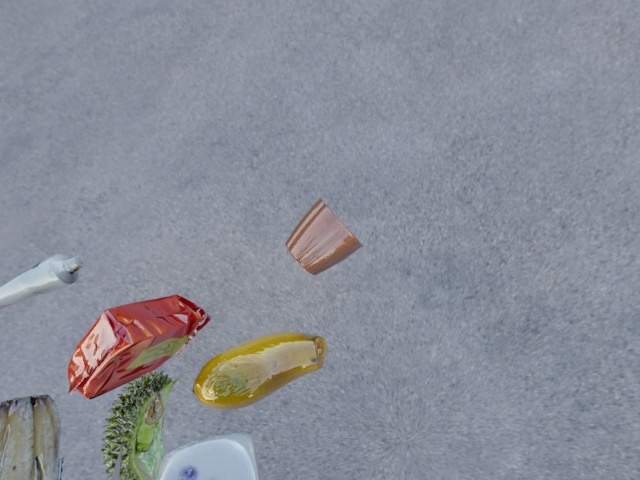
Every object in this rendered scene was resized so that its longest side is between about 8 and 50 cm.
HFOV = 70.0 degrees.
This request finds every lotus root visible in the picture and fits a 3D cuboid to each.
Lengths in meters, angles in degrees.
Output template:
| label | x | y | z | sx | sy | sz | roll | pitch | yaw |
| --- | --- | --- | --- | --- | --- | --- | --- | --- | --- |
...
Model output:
| label | x | y | z | sx | sy | sz | roll | pitch | yaw |
| --- | --- | --- | --- | --- | --- | --- | --- | --- | --- |
| lotus root | -0.486 | 0.404 | 0.687 | 0.078 | 0.167 | 0.329 | -4 | 75 | 24 |

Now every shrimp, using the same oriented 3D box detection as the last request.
| label | x | y | z | sx | sy | sz | roll | pitch | yaw |
| --- | --- | --- | --- | --- | --- | --- | --- | --- | --- |
| shrimp | -0.419 | 0.423 | 1.144 | 0.023 | 0.108 | 0.059 | 21 | 38 | 22 |

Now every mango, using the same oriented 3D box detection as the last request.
| label | x | y | z | sx | sy | sz | roll | pitch | yaw |
| --- | --- | --- | --- | --- | --- | --- | --- | --- | --- |
| mango | -0.153 | 0.328 | 1.183 | 0.359 | 0.187 | 0.144 | -18 | 106 | -18 |

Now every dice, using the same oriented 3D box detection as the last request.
| label | x | y | z | sx | sy | sz | roll | pitch | yaw |
| --- | --- | --- | --- | --- | --- | --- | --- | --- | --- |
| dice | -0.215 | 0.513 | 0.933 | 0.191 | 0.194 | 0.193 | -10 | 63 | -9 |

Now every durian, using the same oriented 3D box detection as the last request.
| label | x | y | z | sx | sy | sz | roll | pitch | yaw |
| --- | --- | --- | --- | --- | --- | --- | --- | --- | --- |
| durian | -0.533 | 0.551 | 1.340 | 0.157 | 0.169 | 0.356 | -19 | 54 | 37 |

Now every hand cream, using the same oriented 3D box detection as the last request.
| label | x | y | z | sx | sy | sz | roll | pitch | yaw |
| --- | --- | --- | --- | --- | --- | --- | --- | --- | --- |
| hand cream | -0.701 | 0.119 | 1.073 | 0.340 | 0.124 | 0.078 | -26 | 89 | 9 |

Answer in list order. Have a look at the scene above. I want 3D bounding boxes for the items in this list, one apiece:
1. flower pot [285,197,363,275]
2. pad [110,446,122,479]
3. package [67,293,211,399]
| label | x | y | z | sx | sy | sz | roll | pitch | yaw |
| --- | --- | --- | --- | --- | --- | --- | --- | --- | --- |
| flower pot | 0.000 | 0.000 | 1.332 | 0.173 | 0.190 | 0.191 | -41 | 65 | 5 |
| pad | -0.325 | 0.445 | 0.683 | 0.003 | 0.235 | 0.158 | 12 | 30 | -25 |
| package | -0.464 | 0.261 | 1.200 | 0.123 | 0.423 | 0.196 | 43 | 101 | 11 |
